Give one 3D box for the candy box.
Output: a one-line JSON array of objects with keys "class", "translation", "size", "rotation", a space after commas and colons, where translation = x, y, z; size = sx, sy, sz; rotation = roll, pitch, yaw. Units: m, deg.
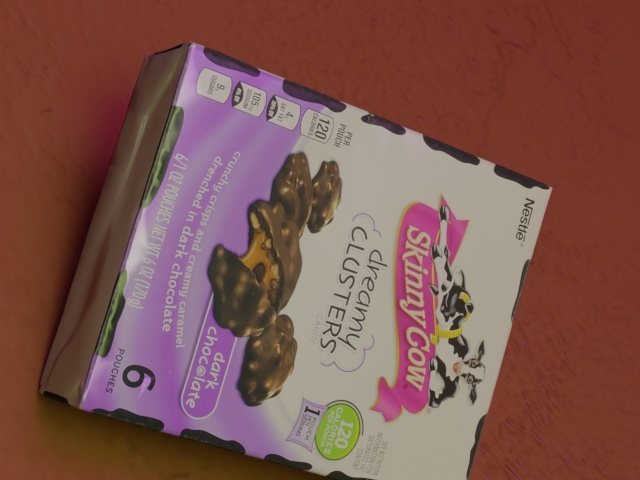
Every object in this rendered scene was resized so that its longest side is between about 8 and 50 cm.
[{"class": "candy box", "translation": [-0.008, 0.021, 0.682], "size": [0.196, 0.070, 0.165], "rotation": [19, 83, -24]}]
